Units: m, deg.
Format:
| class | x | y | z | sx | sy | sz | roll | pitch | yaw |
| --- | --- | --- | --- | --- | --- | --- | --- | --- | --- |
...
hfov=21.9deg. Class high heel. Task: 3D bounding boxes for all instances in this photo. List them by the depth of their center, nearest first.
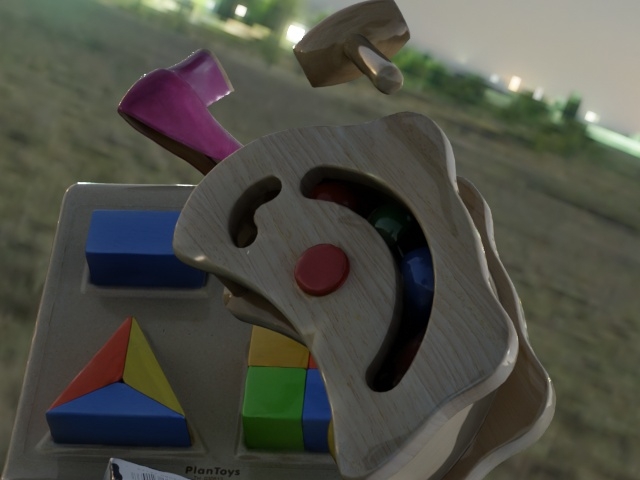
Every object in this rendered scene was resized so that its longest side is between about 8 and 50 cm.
| class | x | y | z | sx | sy | sz | roll | pitch | yaw |
| --- | --- | --- | --- | --- | --- | --- | --- | --- | --- |
| high heel | -0.096 | -0.053 | 1.550 | 0.082 | 0.244 | 0.117 | -2 | 28 | 48 |

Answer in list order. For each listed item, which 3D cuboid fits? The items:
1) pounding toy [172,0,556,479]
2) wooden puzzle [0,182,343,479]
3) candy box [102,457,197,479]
| class | x | y | z | sx | sy | sz | roll | pitch | yaw |
| --- | --- | --- | --- | --- | --- | --- | --- | --- | --- |
| pounding toy | 0.000 | 0.000 | 0.820 | 0.155 | 0.154 | 0.269 | 51 | 18 | -52 |
| wooden puzzle | -0.077 | 0.063 | 1.332 | 0.322 | 0.080 | 0.348 | 1 | 47 | 6 |
| candy box | -0.063 | 0.246 | 1.046 | 0.196 | 0.165 | 0.070 | 16 | 4 | -11 |
